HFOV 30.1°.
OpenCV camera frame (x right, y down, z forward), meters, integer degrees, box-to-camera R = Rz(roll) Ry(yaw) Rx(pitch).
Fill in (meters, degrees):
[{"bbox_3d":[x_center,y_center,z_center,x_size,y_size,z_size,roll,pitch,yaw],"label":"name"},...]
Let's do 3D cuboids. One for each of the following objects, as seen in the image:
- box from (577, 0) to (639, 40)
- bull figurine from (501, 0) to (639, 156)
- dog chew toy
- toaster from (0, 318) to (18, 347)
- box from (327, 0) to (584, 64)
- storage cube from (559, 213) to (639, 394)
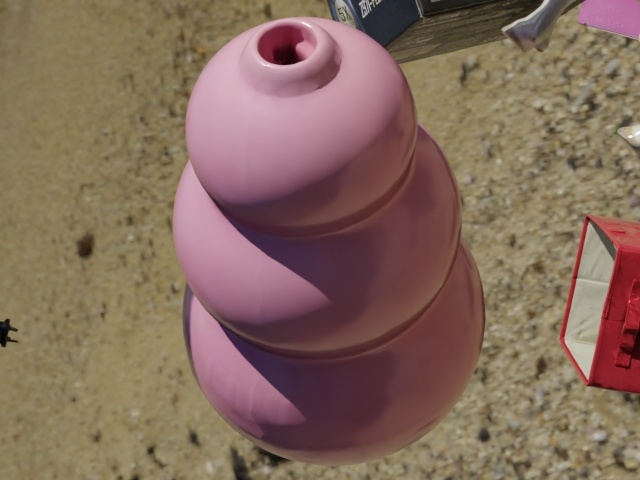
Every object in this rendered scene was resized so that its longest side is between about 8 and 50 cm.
[{"bbox_3d":[0.472,-0.274,1.397,0.213,0.243,0.117,37,118,58],"label":"box"},{"bbox_3d":[0.193,-0.170,0.686,0.188,0.101,0.310,-47,57,10],"label":"bull figurine"},{"bbox_3d":[0.000,0.000,0.746,0.206,0.206,0.332,49,161,34],"label":"dog chew toy"},{"bbox_3d":[-0.340,0.107,0.923,0.129,0.227,0.146,-86,1,-60],"label":"toaster"},{"bbox_3d":[0.115,-0.200,0.914,0.147,0.180,0.077,153,100,-70],"label":"box"},{"bbox_3d":[0.429,0.084,1.507,0.215,0.193,0.184,-83,2,-77],"label":"storage cube"}]
